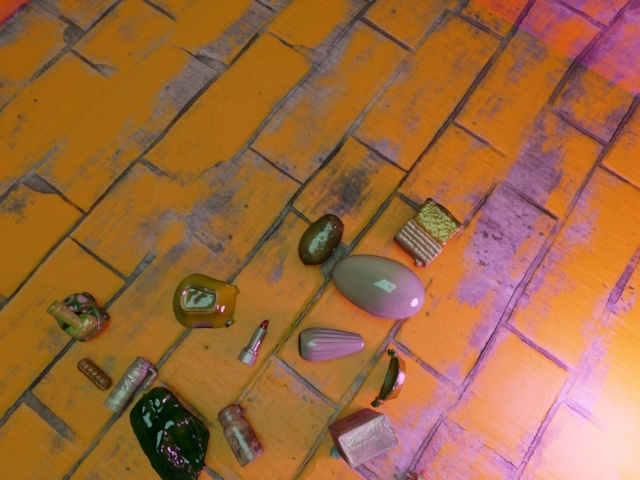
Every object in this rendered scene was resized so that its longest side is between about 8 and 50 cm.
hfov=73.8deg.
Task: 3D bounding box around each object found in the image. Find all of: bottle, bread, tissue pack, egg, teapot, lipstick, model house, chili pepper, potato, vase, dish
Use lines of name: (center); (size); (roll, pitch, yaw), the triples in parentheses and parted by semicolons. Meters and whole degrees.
bottle: (-0.293, 0.703, 1.564); (0.110, 0.097, 0.209); (-31, 78, -7)
bread: (-0.866, 0.512, 1.629); (0.157, 0.044, 0.052); (37, 83, 9)
tissue pack: (0.144, 0.687, 1.507); (0.185, 0.225, 0.124); (-22, 79, -14)
egg: (0.223, 0.173, 1.659); (0.371, 0.230, 0.229); (22, 75, 10)
teapot: (-0.708, 0.548, 1.608); (0.107, 0.077, 0.200); (31, 76, 3)
lipstick: (-0.252, 0.395, 1.677); (0.063, 0.057, 0.186); (26, 70, 6)
model house: (0.426, -0.022, 1.746); (0.193, 0.174, 0.234); (43, 75, 9)
chili pepper: (-0.534, 0.705, 1.522); (0.213, 0.167, 0.385); (-37, 80, -9)
potato: (0.000, 0.000, 1.764); (0.149, 0.113, 0.251); (32, 85, -1)
vase: (0.041, 0.399, 1.649); (0.248, 0.128, 0.128); (1, 74, -10)
dish: (-0.464, 0.239, 1.684); (0.263, 0.108, 0.221); (9, 75, 1)

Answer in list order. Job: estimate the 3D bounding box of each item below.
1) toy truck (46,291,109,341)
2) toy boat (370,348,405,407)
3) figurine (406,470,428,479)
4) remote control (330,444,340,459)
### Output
toy truck: (-0.920, 0.294, 1.617); (0.187, 0.210, 0.148); (46, 77, -8)
toy boat: (0.264, 0.533, 1.631); (0.088, 0.089, 0.229); (21, 78, -10)
figurine: (0.341, 0.880, 1.561); (0.109, 0.047, 0.064); (-25, 84, 1)
remote control: (0.074, 0.769, 1.600); (0.039, 0.014, 0.096); (30, 75, 6)
